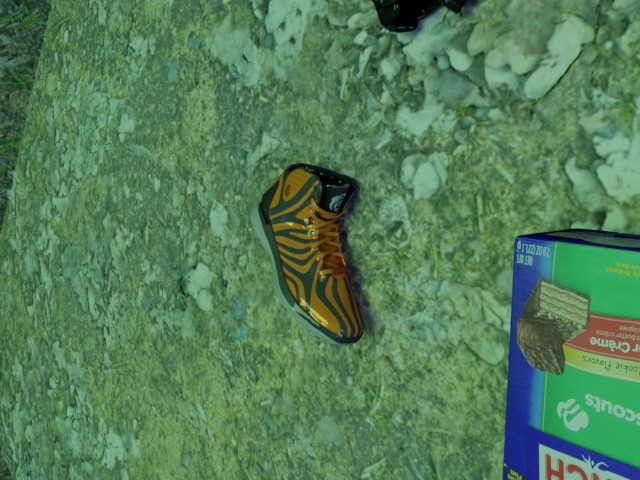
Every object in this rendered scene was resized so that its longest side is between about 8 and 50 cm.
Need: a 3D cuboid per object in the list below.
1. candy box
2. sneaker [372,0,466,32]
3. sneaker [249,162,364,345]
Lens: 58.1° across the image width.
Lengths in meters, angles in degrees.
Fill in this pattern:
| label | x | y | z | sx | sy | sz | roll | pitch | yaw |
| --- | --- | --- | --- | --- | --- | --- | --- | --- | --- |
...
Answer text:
| label | x | y | z | sx | sy | sz | roll | pitch | yaw |
| --- | --- | --- | --- | --- | --- | --- | --- | --- | --- |
| candy box | 0.323 | 0.161 | 0.566 | 0.268 | 0.122 | 0.318 | 12 | 105 | 55 |
| sneaker | 0.099 | -0.385 | 0.847 | 0.293 | 0.102 | 0.146 | 22 | 105 | 42 |
| sneaker | 0.000 | 0.000 | 0.924 | 0.180 | 0.124 | 0.321 | -52 | 57 | 32 |
